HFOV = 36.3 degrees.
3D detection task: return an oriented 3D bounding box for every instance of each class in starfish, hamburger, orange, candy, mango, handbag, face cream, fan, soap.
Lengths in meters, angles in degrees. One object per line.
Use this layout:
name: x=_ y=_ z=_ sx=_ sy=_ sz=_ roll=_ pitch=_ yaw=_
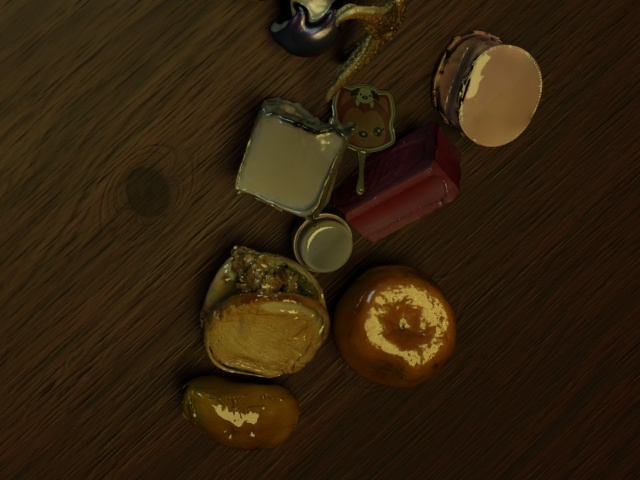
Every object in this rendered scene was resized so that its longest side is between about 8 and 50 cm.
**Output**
starfish: x=0.099 y=-0.392 z=1.665 sx=0.094 sy=0.327 sz=0.375 roll=30 pitch=105 yaw=2
hamburger: x=-0.109 y=0.141 z=1.838 sx=0.243 sy=0.146 sz=0.286 roll=-22 pitch=129 yaw=9
orange: x=0.139 y=0.171 z=1.926 sx=0.249 sy=0.183 sz=0.248 roll=0 pitch=90 yaw=-9
candy: x=-0.043 y=-0.146 z=1.758 sx=0.185 sy=0.137 sz=0.195 roll=21 pitch=102 yaw=7
mango: x=-0.155 y=0.329 z=1.891 sx=0.249 sy=0.151 sz=0.156 roll=22 pitch=133 yaw=-26
handbag: x=0.316 y=-0.291 z=1.871 sx=0.179 sy=0.116 sz=0.205 roll=13 pitch=103 yaw=-21
face cream: x=0.000 y=0.000 z=1.864 sx=0.117 sy=0.104 sz=0.117 roll=-6 pitch=109 yaw=-16
fan: x=0.079 y=-0.191 z=1.828 sx=0.132 sy=0.009 sz=0.219 roll=7 pitch=76 yaw=-14
soap: x=0.141 y=-0.097 z=1.846 sx=0.250 sy=0.162 sz=0.099 roll=-30 pitch=123 yaw=26

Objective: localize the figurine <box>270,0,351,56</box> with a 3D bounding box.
figurine: x=0.007 y=-0.421 z=1.718 sx=0.145 sy=0.145 sz=0.222 roll=35 pitch=92 yaw=-25
